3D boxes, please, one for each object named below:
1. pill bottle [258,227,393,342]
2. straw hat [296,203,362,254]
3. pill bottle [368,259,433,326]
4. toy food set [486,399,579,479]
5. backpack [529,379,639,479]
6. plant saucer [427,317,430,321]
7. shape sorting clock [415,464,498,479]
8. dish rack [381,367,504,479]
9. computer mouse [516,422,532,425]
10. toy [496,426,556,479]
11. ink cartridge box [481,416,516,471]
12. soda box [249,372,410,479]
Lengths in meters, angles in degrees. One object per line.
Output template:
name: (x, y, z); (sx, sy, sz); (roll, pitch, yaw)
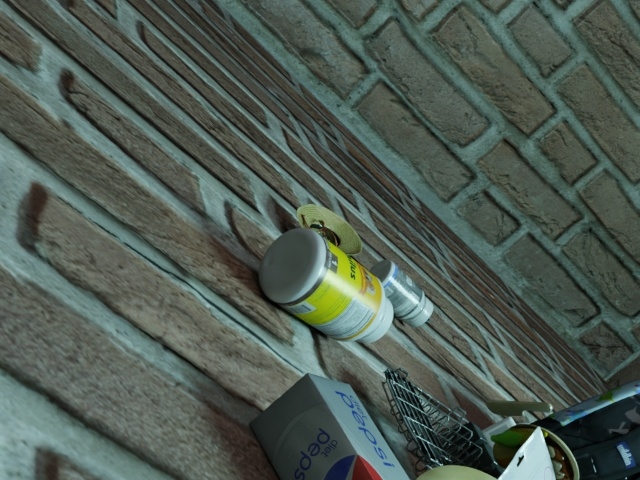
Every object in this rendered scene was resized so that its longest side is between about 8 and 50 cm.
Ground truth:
pill bottle: (0.016, 0.076, 1.375); (0.215, 0.117, 0.117); (36, 17, -42)
straw hat: (0.000, 0.000, 1.675); (0.145, 0.061, 0.144); (28, 27, -16)
pill bottle: (0.156, 0.107, 1.834); (0.137, 0.078, 0.078); (43, 14, -25)
toy food set: (0.310, 0.322, 1.337); (0.038, 0.132, 0.192); (-34, 104, -38)
backpack: (0.552, 0.367, 1.581); (0.290, 0.356, 0.273); (60, -5, 11)
plant saucer: (0.189, 0.134, 1.991); (0.119, 0.021, 0.119); (46, 13, -14)
shape sorting clock: (0.186, 0.363, 1.107); (0.206, 0.040, 0.206); (17, 38, -13)
dish rack: (0.180, 0.307, 1.352); (0.271, 0.074, 0.208); (37, 16, -35)
computer mouse: (0.502, 0.456, 2.028); (0.193, 0.042, 0.106); (42, 15, -25)
toy: (0.285, 0.394, 1.278); (0.137, 0.056, 0.237); (-35, 109, -47)
ink cartridge box: (0.374, 0.470, 1.516); (0.296, 0.066, 0.261); (59, -6, 39)
soda box: (0.046, 0.276, 0.942); (0.098, 0.091, 0.286); (28, 24, -56)
